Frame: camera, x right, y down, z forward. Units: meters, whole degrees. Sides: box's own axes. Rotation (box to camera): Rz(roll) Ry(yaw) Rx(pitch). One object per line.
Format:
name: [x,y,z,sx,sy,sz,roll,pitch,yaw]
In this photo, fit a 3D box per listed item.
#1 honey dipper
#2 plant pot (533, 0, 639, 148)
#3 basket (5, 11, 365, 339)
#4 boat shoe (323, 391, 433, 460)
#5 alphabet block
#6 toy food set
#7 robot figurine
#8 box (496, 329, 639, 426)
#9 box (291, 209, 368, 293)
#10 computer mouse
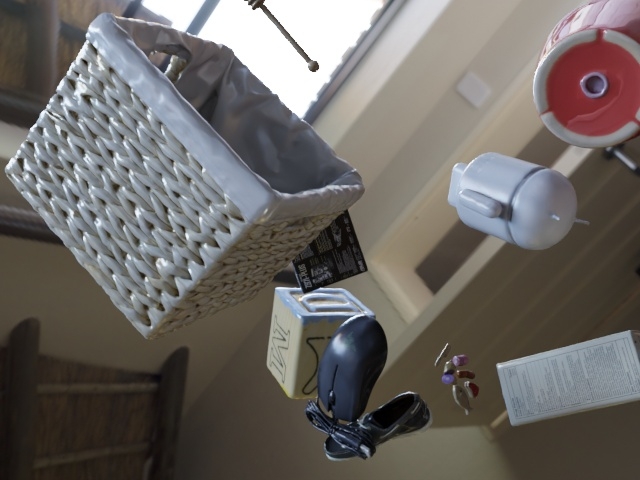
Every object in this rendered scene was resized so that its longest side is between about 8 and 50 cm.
honey dipper: [-0.056,-0.302,1.107,0.161,0.030,0.030,47,-157,-4]
plant pot: [0.491,-0.280,1.353,0.275,0.275,0.243,43,-148,7]
basket: [-0.170,-0.084,1.063,0.331,0.266,0.328,45,-160,11]
boat shoe: [0.106,0.372,1.576,0.079,0.233,0.084,56,-166,-40]
alphabet block: [-0.003,0.231,1.795,0.192,0.197,0.193,3,-165,-20]
toy food set: [0.262,0.253,1.447,0.122,0.019,0.078,53,-127,-17]
robot figurine: [0.475,-0.097,1.916,0.300,0.200,0.353,-11,-155,-36]
box: [0.561,0.304,1.710,0.121,0.311,0.148,11,-116,-53]
box: [0.000,0.000,1.639,0.077,0.147,0.180,-126,16,-77]
computer mouse: [0.049,0.275,1.513,0.188,0.272,0.072,26,-162,38]
